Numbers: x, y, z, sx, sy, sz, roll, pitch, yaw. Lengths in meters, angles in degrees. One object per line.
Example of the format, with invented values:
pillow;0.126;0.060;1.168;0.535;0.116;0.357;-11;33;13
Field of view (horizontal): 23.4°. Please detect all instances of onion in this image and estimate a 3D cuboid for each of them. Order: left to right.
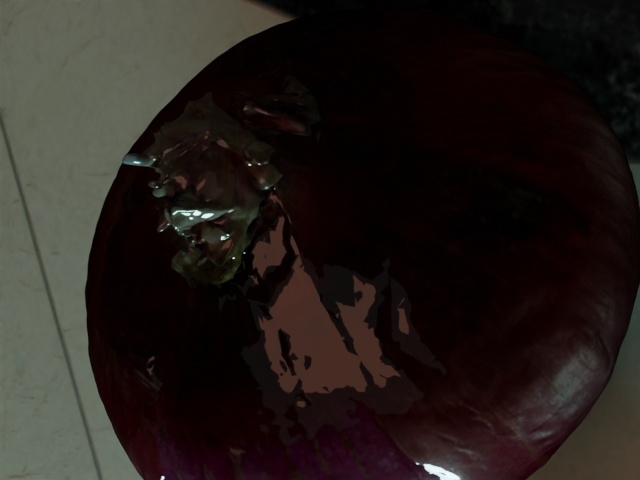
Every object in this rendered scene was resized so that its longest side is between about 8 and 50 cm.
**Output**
onion;0.000;0.000;0.884;0.347;0.285;0.347;-13;61;25
